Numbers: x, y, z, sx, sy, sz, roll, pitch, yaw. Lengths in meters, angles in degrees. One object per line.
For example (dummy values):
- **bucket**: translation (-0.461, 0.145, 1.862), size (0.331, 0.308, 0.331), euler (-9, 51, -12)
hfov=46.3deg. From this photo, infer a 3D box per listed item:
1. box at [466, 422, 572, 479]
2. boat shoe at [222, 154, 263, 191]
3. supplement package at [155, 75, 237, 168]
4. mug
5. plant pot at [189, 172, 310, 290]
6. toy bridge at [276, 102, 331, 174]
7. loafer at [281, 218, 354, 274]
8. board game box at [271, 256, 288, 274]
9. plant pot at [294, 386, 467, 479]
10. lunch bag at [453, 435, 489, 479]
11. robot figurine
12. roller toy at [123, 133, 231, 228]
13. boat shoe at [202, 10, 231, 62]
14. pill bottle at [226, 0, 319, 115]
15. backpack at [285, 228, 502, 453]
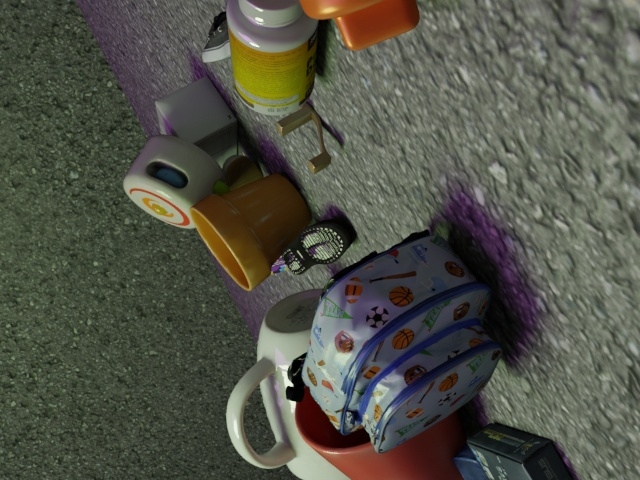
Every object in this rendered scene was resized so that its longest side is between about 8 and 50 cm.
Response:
- **box**: translation (0.330, 0.394, 1.112), size (0.233, 0.059, 0.183), euler (59, 165, -3)
- **boat shoe**: translation (-0.183, -0.109, 1.751), size (0.096, 0.098, 0.277), euler (48, 163, 35)
- **supplement package**: translation (-0.282, -0.243, 1.733), size (0.134, 0.139, 0.244), euler (55, 163, 13)
- **mug**: translation (-0.025, 0.301, 1.509), size (0.276, 0.374, 0.328), euler (14, 128, 50)
- **plant pot**: translation (-0.130, -0.034, 1.517), size (0.205, 0.188, 0.205), euler (48, 163, 19)
- **toy bridge**: translation (-0.039, -0.188, 1.171), size (0.188, 0.063, 0.026), euler (52, 164, 22)
- **loafer**: translation (0.000, 0.000, 1.404), size (0.080, 0.078, 0.220), euler (56, 149, -6)
- **board game box**: translation (-0.119, 0.005, 1.690), size (0.170, 0.048, 0.141), euler (-16, 107, 37)
- **plant pot**: translation (0.129, 0.327, 1.313), size (0.243, 0.275, 0.275), euler (55, 169, -29)
- **lunch bag**: translation (0.273, 0.369, 1.241), size (0.067, 0.065, 0.098), euler (-10, 114, 53)
- **robot figurine**: translation (0.019, -0.284, 0.656), size (0.128, 0.158, 0.219), euler (5, 128, 45)
- **roller toy**: translation (-0.317, -0.119, 1.601), size (0.209, 0.146, 0.191), euler (6, 151, 43)
- **boat shoe**: translation (-0.150, -0.339, 1.231), size (0.228, 0.080, 0.076), euler (-153, 52, -70)
- **pill bottle**: translation (-0.062, -0.266, 0.982), size (0.117, 0.117, 0.215), euler (55, 166, 16)
- **backpack**: translation (0.103, 0.127, 0.970), size (0.213, 0.276, 0.263), euler (43, 153, 33)
